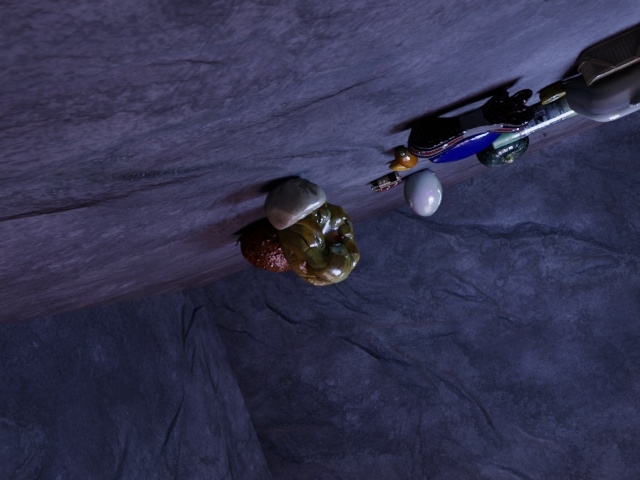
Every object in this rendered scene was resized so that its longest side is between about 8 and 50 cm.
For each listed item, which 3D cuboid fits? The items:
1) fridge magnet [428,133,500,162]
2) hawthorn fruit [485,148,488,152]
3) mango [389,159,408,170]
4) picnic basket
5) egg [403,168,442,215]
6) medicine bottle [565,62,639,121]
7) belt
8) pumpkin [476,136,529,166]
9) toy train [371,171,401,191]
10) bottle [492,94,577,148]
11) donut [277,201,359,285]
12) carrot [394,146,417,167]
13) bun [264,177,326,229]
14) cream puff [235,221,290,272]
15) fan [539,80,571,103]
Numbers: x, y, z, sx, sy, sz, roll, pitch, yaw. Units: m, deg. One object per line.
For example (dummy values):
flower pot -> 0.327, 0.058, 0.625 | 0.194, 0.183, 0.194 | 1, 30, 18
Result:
fridge magnet -> 0.477, -0.332, 1.636 | 0.266, 0.112, 0.265 | -21, 176, -1
hawthorn fruit -> 0.587, -0.366, 1.832 | 0.067, 0.103, 0.066 | -23, 155, -11
mango -> 0.297, -0.280, 1.849 | 0.089, 0.046, 0.060 | -16, 175, -11
picnic basket -> 0.794, -0.496, 1.345 | 0.164, 0.079, 0.115 | -23, 175, 16
egg -> 0.497, -0.223, 2.387 | 0.183, 0.217, 0.183 | -19, 178, -1
medicine bottle -> 0.939, -0.483, 1.454 | 0.375, 0.122, 0.282 | -25, -159, 12
belt -> 0.418, -0.325, 1.396 | 0.360, 0.126, 0.094 | -20, 174, 2
pumpkin -> 0.742, -0.382, 2.023 | 0.212, 0.152, 0.211 | -25, 172, -4
toy train -> 0.279, -0.250, 2.125 | 0.138, 0.050, 0.087 | -21, 171, 14
bottle -> 0.789, -0.447, 1.839 | 0.330, 0.093, 0.093 | -23, 175, 20
donut -> 0.000, 0.000, 1.852 | 0.170, 0.360, 0.360 | -28, 172, 39
carrot -> 0.311, -0.283, 1.732 | 0.062, 0.066, 0.271 | -64, 160, 13
bun -> -0.079, -0.125, 1.502 | 0.193, 0.127, 0.178 | -32, -179, -27
cream puff -> -0.173, 0.018, 2.130 | 0.351, 0.228, 0.350 | -22, 178, -1
fan -> 0.787, -0.493, 1.620 | 0.155, 0.039, 0.082 | -22, 175, -10
